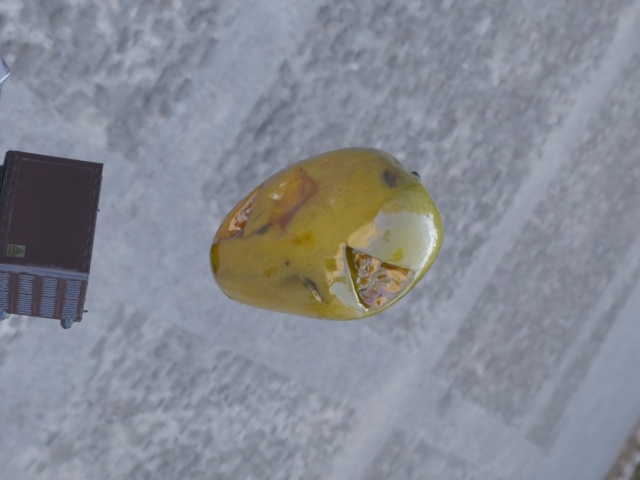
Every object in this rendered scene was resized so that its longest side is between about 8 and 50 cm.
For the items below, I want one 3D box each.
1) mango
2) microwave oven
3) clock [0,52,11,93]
[{"bbox_3d":[0.000,0.000,1.725,0.182,0.365,0.253,44,45,-37],"label":"mango"},{"bbox_3d":[-0.473,-0.005,2.090,0.178,0.188,0.247,109,-17,-56],"label":"microwave oven"},{"bbox_3d":[-0.504,-0.142,1.481,0.083,0.253,0.186,62,37,-25],"label":"clock"}]
